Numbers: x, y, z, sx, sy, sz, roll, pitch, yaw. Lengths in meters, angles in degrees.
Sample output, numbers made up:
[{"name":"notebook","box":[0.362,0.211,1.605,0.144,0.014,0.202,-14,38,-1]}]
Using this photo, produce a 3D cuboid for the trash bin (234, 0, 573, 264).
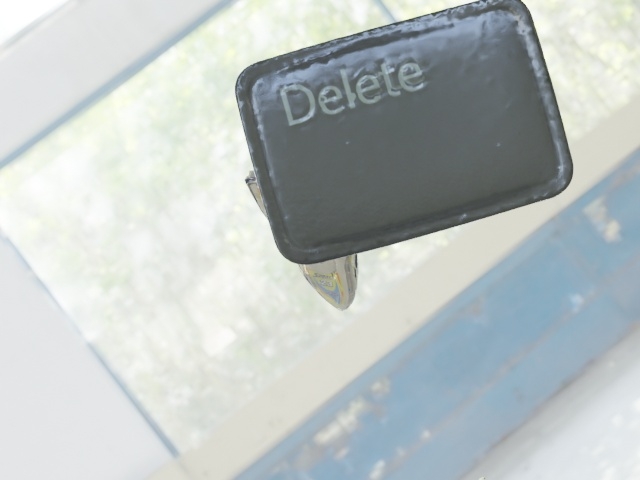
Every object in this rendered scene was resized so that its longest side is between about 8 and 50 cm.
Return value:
[{"name":"trash bin","box":[0.049,-0.059,0.889,0.165,0.115,0.225,-16,-1,3]}]

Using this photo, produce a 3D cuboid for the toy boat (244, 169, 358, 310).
[{"name":"toy boat","box":[0.000,0.000,1.311,0.210,0.084,0.066,69,-142,-49]}]

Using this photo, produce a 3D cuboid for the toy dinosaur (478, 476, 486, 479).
[{"name":"toy dinosaur","box":[0.198,0.280,1.139,0.363,0.147,0.076,66,-139,-60]}]
